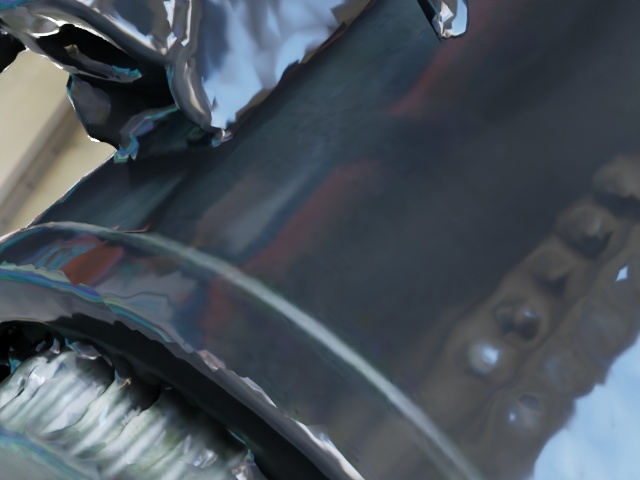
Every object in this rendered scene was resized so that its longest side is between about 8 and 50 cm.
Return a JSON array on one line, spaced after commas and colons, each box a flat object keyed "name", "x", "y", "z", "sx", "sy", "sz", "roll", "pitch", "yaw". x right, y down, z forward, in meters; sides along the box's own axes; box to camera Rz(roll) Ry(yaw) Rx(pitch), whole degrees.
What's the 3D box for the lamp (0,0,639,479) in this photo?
[{"name": "lamp", "x": 0.035, "y": 0.038, "z": 0.488, "sx": 0.374, "sy": 0.272, "sz": 0.205, "roll": 38, "pitch": -22, "yaw": -29}]
